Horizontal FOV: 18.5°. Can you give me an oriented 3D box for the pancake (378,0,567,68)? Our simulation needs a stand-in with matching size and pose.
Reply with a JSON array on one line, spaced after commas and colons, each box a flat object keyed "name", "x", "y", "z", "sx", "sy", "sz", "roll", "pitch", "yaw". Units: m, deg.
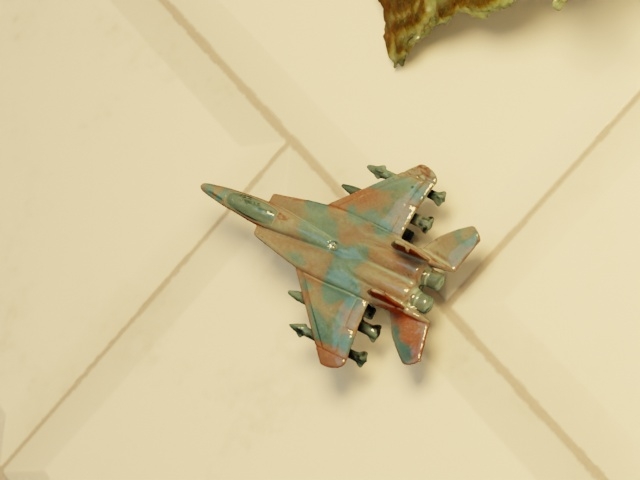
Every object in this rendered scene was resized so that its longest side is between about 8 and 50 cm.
[{"name": "pancake", "x": 0.158, "y": -0.347, "z": 1.962, "sx": 0.427, "sy": 0.067, "sz": 0.304, "roll": -14, "pitch": 78, "yaw": 58}]

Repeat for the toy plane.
[{"name": "toy plane", "x": 0.004, "y": 0.002, "z": 1.997, "sx": 0.326, "sy": 0.104, "sz": 0.223, "roll": 24, "pitch": 86, "yaw": 41}]
